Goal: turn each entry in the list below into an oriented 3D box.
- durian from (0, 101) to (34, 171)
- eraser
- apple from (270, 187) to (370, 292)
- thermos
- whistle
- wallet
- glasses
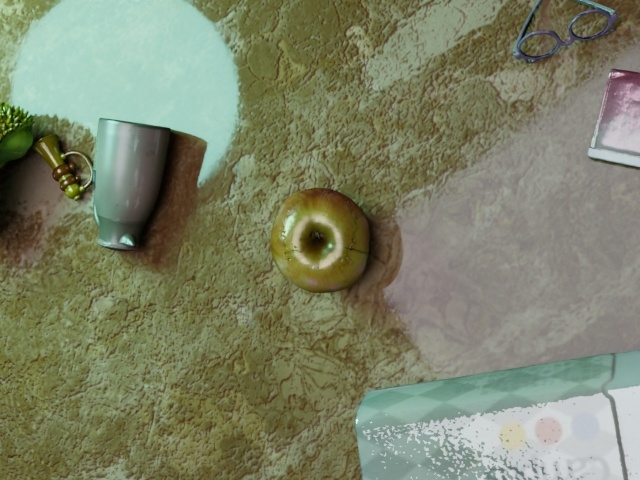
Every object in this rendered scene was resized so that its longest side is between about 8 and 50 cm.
[{"bbox_3d":[-0.548,-0.117,1.862,0.177,0.200,0.237,27,113,6],"label":"durian"},{"bbox_3d":[0.245,0.267,1.538,0.397,0.082,0.213,-11,83,22],"label":"eraser"},{"bbox_3d":[0.000,0.000,1.658,0.146,0.146,0.146,-2,85,23],"label":"apple"},{"bbox_3d":[-0.294,-0.081,1.809,0.137,0.105,0.193,15,100,49],"label":"thermos"},{"bbox_3d":[-0.390,-0.113,1.884,0.109,0.057,0.046,52,151,9],"label":"whistle"},{"bbox_3d":[0.458,-0.137,1.518,0.232,0.025,0.119,15,93,24],"label":"wallet"},{"bbox_3d":[0.308,-0.302,1.596,0.140,0.062,0.103,-22,56,20],"label":"glasses"}]
